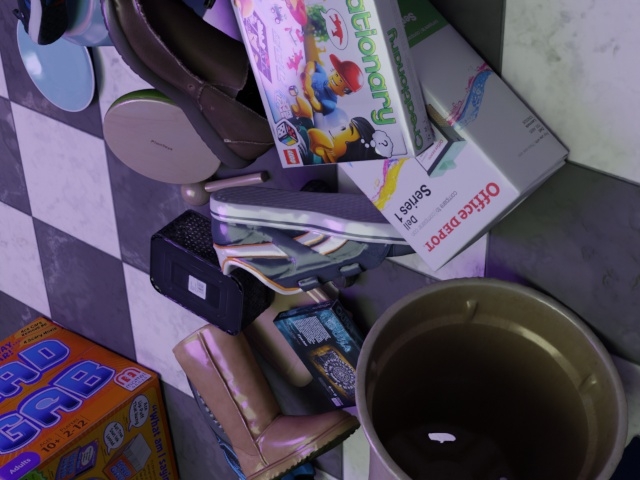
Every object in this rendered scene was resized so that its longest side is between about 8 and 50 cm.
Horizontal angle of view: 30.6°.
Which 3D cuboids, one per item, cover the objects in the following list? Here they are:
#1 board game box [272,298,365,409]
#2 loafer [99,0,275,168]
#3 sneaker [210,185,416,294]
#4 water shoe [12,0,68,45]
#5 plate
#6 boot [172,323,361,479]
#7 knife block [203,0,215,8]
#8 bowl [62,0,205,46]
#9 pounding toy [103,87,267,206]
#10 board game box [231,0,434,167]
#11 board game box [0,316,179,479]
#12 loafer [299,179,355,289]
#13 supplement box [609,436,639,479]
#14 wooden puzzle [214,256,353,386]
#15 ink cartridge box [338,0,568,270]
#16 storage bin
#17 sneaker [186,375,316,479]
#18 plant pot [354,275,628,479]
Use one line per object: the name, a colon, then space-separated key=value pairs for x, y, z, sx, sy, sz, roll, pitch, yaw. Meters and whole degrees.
board game box: x=0.025 y=0.176 z=1.781 sx=0.126 sy=0.026 sz=0.186 roll=-16 pitch=117 yaw=41
loafer: x=-0.154 y=-0.250 z=1.565 sx=0.130 sy=0.133 sz=0.366 roll=-19 pitch=137 yaw=24
sneaker: x=0.006 y=0.004 z=1.589 sx=0.321 sy=0.126 sz=0.127 roll=7 pitch=109 yaw=19
water shoe: x=-0.375 y=-0.349 z=1.548 sx=0.080 sy=0.073 sz=0.203 roll=43 pitch=139 yaw=17
plate: x=-0.430 y=-0.303 z=1.926 sx=0.188 sy=0.024 sz=0.188 roll=24 pitch=131 yaw=31
boot: x=-0.093 y=0.234 z=1.844 sx=0.236 sy=0.089 sz=0.269 roll=-34 pitch=76 yaw=22
knife block: x=-0.045 y=-0.361 z=1.433 sx=0.276 sy=0.088 sz=0.242 roll=-1 pitch=144 yaw=32
bowl: x=-0.321 y=-0.397 z=1.647 sx=0.312 sy=0.163 sz=0.311 roll=25 pitch=133 yaw=30
pounding toy: x=-0.204 y=-0.169 z=1.761 sx=0.183 sy=0.110 sz=0.237 roll=-20 pitch=132 yaw=38
board game box: x=0.002 y=-0.235 z=1.332 sx=0.193 sy=0.053 sz=0.305 roll=-3 pitch=114 yaw=36
board game box: x=-0.535 y=0.432 z=2.284 sx=0.356 sy=0.356 sz=0.356 roll=20 pitch=130 yaw=35
loafer: x=0.000 y=0.000 z=1.689 sx=0.062 sy=0.061 sz=0.170 roll=-6 pitch=113 yaw=46
supplement box: x=0.413 y=0.471 z=1.514 sx=0.194 sy=0.195 sz=0.356 roll=27 pitch=134 yaw=29
wooden puzzle: x=-0.073 y=0.098 z=1.851 sx=0.239 sy=0.044 sz=0.221 roll=40 pitch=138 yaw=10
ink cartridge box: x=0.129 y=-0.130 z=1.428 sx=0.278 sy=0.117 sz=0.201 roll=49 pitch=140 yaw=6
storage bin: x=-0.168 y=0.049 z=1.799 sx=0.180 sy=0.084 sz=0.122 roll=29 pitch=134 yaw=22
sneaker: x=-0.148 y=0.317 z=2.010 sx=0.140 sy=0.125 sz=0.340 roll=-22 pitch=98 yaw=54
plant pot: x=0.190 y=0.267 z=1.528 sx=0.334 sy=0.334 sz=0.305 roll=39 pitch=149 yaw=18
